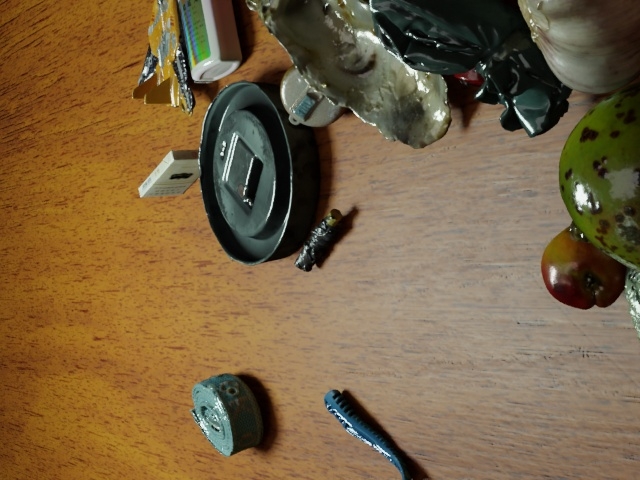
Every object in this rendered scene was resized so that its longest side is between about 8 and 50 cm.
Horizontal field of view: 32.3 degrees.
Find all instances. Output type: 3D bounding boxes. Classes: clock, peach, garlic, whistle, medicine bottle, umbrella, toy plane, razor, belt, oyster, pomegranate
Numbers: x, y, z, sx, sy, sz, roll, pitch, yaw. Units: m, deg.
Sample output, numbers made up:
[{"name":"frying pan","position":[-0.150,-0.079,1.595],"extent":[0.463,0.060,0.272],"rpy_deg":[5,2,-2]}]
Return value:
[{"name":"clock","position":[-0.107,-0.112,1.848],"extent":[0.313,0.061,0.312],"rpy_deg":[13,105,55]},{"name":"peach","position":[0.297,0.028,1.239],"extent":[0.101,0.101,0.100],"rpy_deg":[12,105,55]},{"name":"garlic","position":[0.307,-0.298,1.101],"extent":[0.253,0.245,0.245],"rpy_deg":[-27,65,10]},{"name":"whistle","position":[0.015,-0.247,1.628],"extent":[0.107,0.057,0.220],"rpy_deg":[38,123,-6]},{"name":"medicine bottle","position":[-0.199,-0.397,1.928],"extent":[0.115,0.078,0.219],"rpy_deg":[-23,76,57]},{"name":"umbrella","position":[0.000,0.000,1.725],"extent":[0.037,0.040,0.144],"rpy_deg":[60,143,21]},{"name":"toy plane","position":[-0.269,-0.399,2.026],"extent":[0.204,0.103,0.316],"rpy_deg":[25,109,50]},{"name":"razor","position":[0.079,0.307,1.654],"extent":[0.253,0.042,0.082],"rpy_deg":[44,170,46]},{"name":"belt","position":[-0.165,0.308,1.982],"extent":[0.163,0.082,0.147],"rpy_deg":[49,143,37]},{"name":"oyster","position":[0.036,-0.298,1.483],"extent":[0.396,0.111,0.204],"rpy_deg":[41,146,23]},{"name":"pomegranate","position":[0.357,-0.073,1.080],"extent":[0.198,0.246,0.198],"rpy_deg":[62,178,4]},{"name":"umbrella","position":[0.146,-0.258,1.268],"extent":[0.143,0.349,0.094],"rpy_deg":[-58,-5,-2]}]

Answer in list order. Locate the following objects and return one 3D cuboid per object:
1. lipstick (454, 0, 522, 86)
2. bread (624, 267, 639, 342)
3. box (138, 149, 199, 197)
[{"name":"lipstick","position":[0.211,-0.307,1.327],"extent":[0.080,0.080,0.241],"rpy_deg":[26,117,52]},{"name":"bread","position":[0.390,0.097,1.133],"extent":[0.232,0.064,0.172],"rpy_deg":[42,126,47]},{"name":"box","position":[-0.268,-0.125,2.062],"extent":[0.167,0.090,0.024],"rpy_deg":[-38,63,52]}]
